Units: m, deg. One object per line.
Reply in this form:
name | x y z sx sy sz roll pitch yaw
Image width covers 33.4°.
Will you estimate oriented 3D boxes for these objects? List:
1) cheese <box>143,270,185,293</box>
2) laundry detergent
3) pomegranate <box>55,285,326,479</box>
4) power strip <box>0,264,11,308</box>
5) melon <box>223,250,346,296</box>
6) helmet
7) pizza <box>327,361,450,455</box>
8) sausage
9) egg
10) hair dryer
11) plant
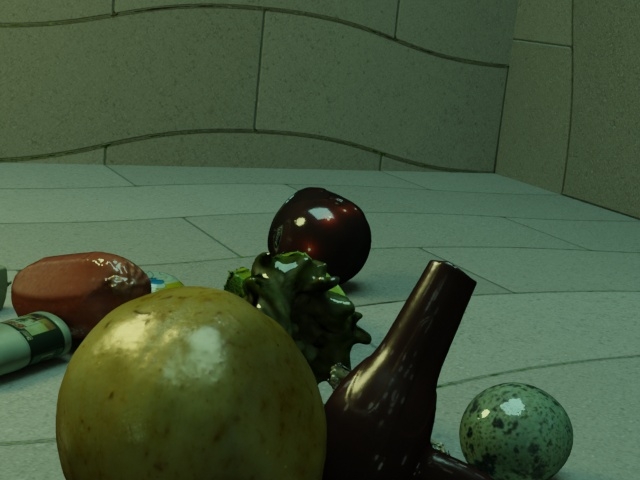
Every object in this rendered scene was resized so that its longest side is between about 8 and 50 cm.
cheese | -0.289 0.099 1.845 0.176 0.069 0.270 1 7 -29
laundry detergent | -0.471 0.159 1.540 0.099 0.070 0.225 22 20 26
pomegranate | -0.124 0.185 1.083 0.307 0.308 0.307 6 13 -1
power strip | -0.592 0.090 1.757 0.029 0.080 0.227 16 16 28
melon | -0.058 0.123 1.805 0.169 0.129 0.265 34 18 17
helmet | 0.000 0.000 2.179 0.215 0.189 0.193 7 21 -17
pizza | 0.068 0.224 1.356 0.195 0.052 0.185 47 -18 -31
sausage | -0.379 0.090 1.686 0.254 0.148 0.148 3 10 28
egg | 0.251 0.246 1.344 0.172 0.132 0.132 11 5 -46
hair dryer | 0.175 0.228 1.161 0.340 0.313 0.123 32 1 4
plant | -0.095 0.115 1.515 0.180 0.251 0.333 -38 28 -30
